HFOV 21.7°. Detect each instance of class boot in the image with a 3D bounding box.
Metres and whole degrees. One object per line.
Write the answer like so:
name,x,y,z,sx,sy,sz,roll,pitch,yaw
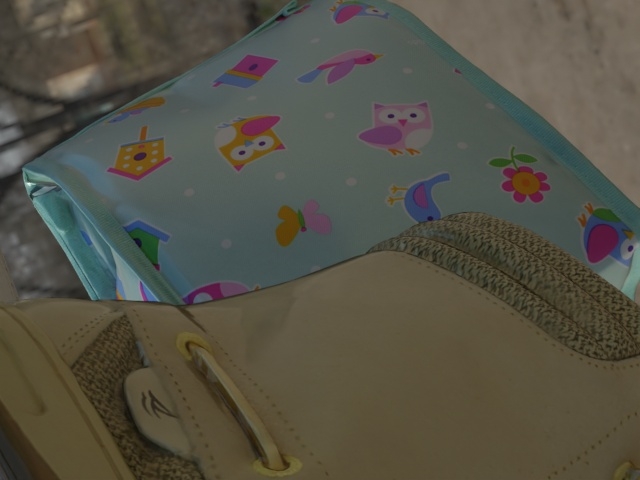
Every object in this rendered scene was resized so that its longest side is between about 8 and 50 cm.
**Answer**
boot,0.037,0.102,0.393,0.262,0.203,0.095,51,134,29

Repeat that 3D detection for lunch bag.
lunch bag,0.000,0.000,0.849,0.262,0.223,0.160,48,161,29

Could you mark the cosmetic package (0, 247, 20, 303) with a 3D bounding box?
cosmetic package,-0.398,0.029,1.140,0.394,0.327,0.329,78,168,-52
